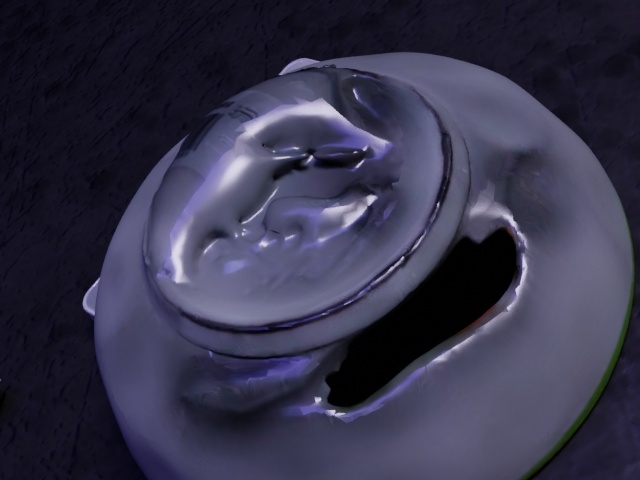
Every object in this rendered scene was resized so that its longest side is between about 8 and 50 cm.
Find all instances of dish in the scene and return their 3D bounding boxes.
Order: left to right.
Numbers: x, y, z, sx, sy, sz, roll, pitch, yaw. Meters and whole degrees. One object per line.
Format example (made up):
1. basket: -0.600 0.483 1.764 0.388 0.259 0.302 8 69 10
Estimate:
1. dish: 0.000 0.000 0.637 0.324 0.124 0.324 -14 50 17

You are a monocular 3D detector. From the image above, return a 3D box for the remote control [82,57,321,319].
1. remote control: -0.056 -0.027 0.799 0.103 0.034 0.250 23 67 45
